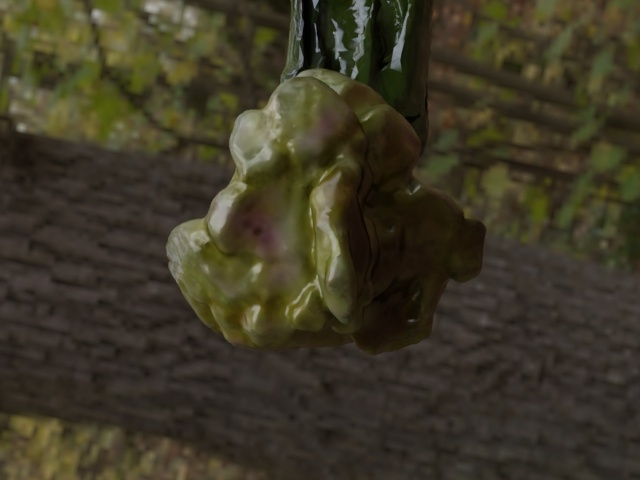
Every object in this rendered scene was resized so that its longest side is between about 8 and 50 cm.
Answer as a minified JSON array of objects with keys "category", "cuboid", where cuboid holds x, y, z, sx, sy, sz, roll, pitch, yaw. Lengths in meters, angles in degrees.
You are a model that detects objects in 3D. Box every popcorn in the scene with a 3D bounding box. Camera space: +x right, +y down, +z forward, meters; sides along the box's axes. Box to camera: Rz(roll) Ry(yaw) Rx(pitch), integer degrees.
[{"category":"popcorn","cuboid":[-0.001,0.000,0.622,0.097,0.089,0.109,-38,-19,-16]}]

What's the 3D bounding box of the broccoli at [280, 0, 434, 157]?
[{"category":"broccoli","cuboid":[-0.007,-0.181,0.752,0.177,0.198,0.275,3,-71,-68]}]
